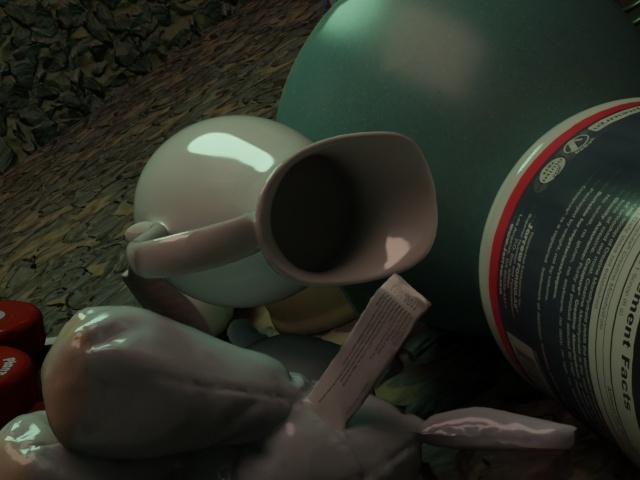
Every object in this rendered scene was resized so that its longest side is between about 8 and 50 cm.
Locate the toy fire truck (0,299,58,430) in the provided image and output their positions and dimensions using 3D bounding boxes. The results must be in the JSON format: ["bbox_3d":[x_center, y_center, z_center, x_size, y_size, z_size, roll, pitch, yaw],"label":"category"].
[{"bbox_3d":[-0.204,0.152,0.934,0.254,0.169,0.302,-6,16,-9],"label":"toy fire truck"}]

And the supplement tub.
[{"bbox_3d":[0.212,0.036,0.533,0.191,0.191,0.272,-33,20,-6],"label":"supplement tub"}]

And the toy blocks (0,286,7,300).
[{"bbox_3d":[-0.459,0.105,1.249,0.381,0.261,0.190,-17,25,51],"label":"toy blocks"}]

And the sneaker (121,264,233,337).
[{"bbox_3d":[-0.107,0.016,1.124,0.169,0.108,0.292,-37,12,-14],"label":"sneaker"}]

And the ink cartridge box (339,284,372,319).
[{"bbox_3d":[0.059,-0.036,0.952,0.056,0.171,0.235,-7,30,48],"label":"ink cartridge box"}]

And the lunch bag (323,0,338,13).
[{"bbox_3d":[0.208,-0.380,1.503,0.386,0.238,0.328,-15,18,-6],"label":"lunch bag"}]

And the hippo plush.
[{"bbox_3d":[-0.052,0.113,0.657,0.294,0.234,0.236,-48,7,6],"label":"hippo plush"}]

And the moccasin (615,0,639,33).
[{"bbox_3d":[0.346,-0.205,1.034,0.139,0.147,0.380,-38,19,23],"label":"moccasin"}]

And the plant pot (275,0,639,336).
[{"bbox_3d":[0.135,-0.044,0.758,0.290,0.290,0.195,-31,37,-2],"label":"plant pot"}]

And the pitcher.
[{"bbox_3d":[-0.058,-0.013,0.662,0.178,0.125,0.207,-12,8,-30],"label":"pitcher"}]

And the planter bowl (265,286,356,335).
[{"bbox_3d":[0.000,0.000,1.041,0.162,0.109,0.162,-26,20,10],"label":"planter bowl"}]
